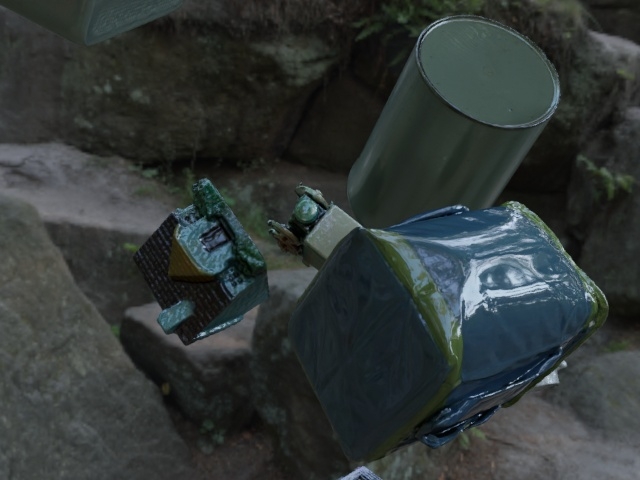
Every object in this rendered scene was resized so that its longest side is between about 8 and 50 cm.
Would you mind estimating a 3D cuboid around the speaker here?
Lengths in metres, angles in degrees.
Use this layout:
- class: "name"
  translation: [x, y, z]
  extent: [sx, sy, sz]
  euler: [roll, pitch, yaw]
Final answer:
- class: "speaker"
  translation: [-0.386, -0.495, 1.250]
  extent: [0.184, 0.183, 0.406]
  euler: [32, 34, 0]

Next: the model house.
- class: "model house"
  translation: [-0.284, 0.055, 1.519]
  extent: [0.249, 0.280, 0.230]
  euler: [-31, -21, -16]

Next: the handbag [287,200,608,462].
- class: "handbag"
  translation: [0.127, 0.091, 0.755]
  extent: [0.241, 0.263, 0.222]
  euler: [-10, 54, -36]

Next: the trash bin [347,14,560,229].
- class: "trash bin"
  translation: [0.220, -0.160, 1.258]
  extent: [0.280, 0.280, 0.432]
  euler: [-2, -30, -15]

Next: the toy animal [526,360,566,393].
- class: "toy animal"
  translation: [0.500, 0.244, 1.642]
  extent: [0.104, 0.220, 0.131]
  euler: [4, -28, -24]

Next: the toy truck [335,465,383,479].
- class: "toy truck"
  translation: [0.091, 0.546, 1.196]
  extent: [0.124, 0.267, 0.155]
  euler: [-21, 23, -29]

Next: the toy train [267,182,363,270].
- class: "toy train"
  translation: [0.000, 0.000, 0.890]
  extent: [0.125, 0.080, 0.194]
  euler: [39, -9, 5]
